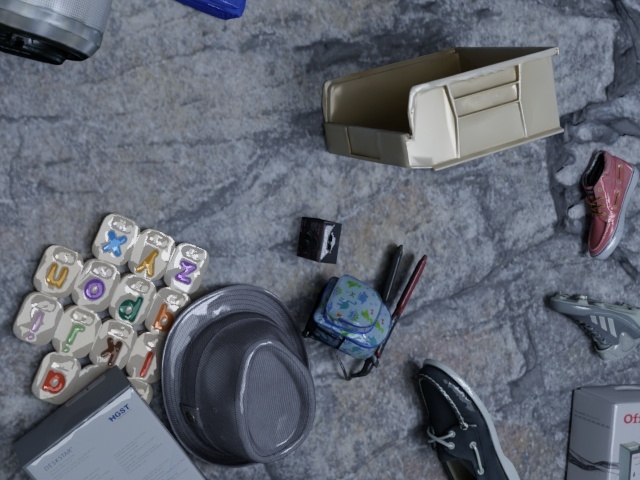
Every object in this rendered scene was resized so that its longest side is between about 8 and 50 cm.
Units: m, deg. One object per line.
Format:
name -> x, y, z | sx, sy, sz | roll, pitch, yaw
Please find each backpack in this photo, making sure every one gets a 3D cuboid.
backpack -> 0.048, 0.116, 1.746 | 0.114, 0.084, 0.105 | 29, 50, -5
backpack -> -0.133, -0.377, 1.621 | 0.098, 0.101, 0.120 | 19, 85, -33

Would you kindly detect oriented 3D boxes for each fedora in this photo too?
fedora -> -0.095, 0.211, 1.684 | 0.244, 0.124, 0.275 | -15, 108, -31

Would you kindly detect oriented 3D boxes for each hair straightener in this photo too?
hair straightener -> 0.081, 0.110, 1.825 | 0.089, 0.047, 0.230 | 25, 91, 0

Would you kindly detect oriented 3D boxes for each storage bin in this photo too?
storage bin -> 0.169, -0.195, 1.698 | 0.260, 0.262, 0.123 | -17, 106, -23

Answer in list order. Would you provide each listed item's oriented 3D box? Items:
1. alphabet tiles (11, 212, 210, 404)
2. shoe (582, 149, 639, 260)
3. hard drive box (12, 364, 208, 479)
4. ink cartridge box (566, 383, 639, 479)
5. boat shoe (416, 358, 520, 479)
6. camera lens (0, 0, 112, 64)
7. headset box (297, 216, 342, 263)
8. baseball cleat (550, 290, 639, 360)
alphabet tiles -> -0.281, 0.114, 1.656 | 0.284, 0.021, 0.277 | 23, 86, -26
shoe -> 0.471, -0.061, 1.972 | 0.081, 0.063, 0.178 | 25, 80, -25
hard drive box -> -0.280, 0.322, 1.629 | 0.181, 0.089, 0.232 | -37, 115, -11
ink cartridge box -> 0.539, 0.396, 2.031 | 0.198, 0.115, 0.272 | 1, 96, -26
boat shoe -> 0.226, 0.325, 1.875 | 0.091, 0.114, 0.302 | -40, 111, -22
camera lens -> -0.353, -0.369, 1.448 | 0.219, 0.219, 0.274 | 15, 91, -26
headset box -> 0.000, 0.000, 1.740 | 0.032, 0.083, 0.062 | 6, 95, -27
baseball cleat -> 0.473, 0.149, 1.994 | 0.206, 0.072, 0.109 | 11, 99, -23
